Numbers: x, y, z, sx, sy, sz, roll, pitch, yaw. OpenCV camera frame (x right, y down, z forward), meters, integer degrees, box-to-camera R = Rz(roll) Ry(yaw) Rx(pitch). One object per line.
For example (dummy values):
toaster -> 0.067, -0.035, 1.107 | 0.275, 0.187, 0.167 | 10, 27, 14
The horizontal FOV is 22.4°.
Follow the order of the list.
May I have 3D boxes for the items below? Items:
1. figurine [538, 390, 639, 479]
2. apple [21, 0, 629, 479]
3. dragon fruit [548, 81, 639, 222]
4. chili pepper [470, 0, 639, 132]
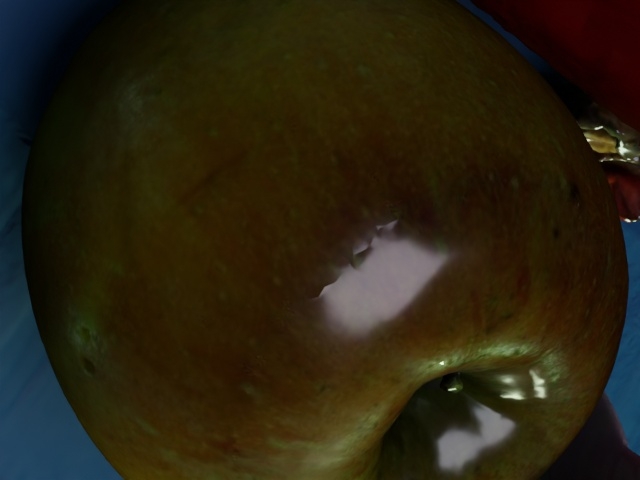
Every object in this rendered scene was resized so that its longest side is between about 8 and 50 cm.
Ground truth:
figurine -> 0.073, 0.151, 0.670 | 0.205, 0.260, 0.103 | -41, 98, -17
apple -> 0.000, 0.000, 0.614 | 0.237, 0.207, 0.237 | -19, 136, -20
dragon fruit -> 0.153, -0.105, 0.736 | 0.092, 0.122, 0.192 | 27, 112, -9
chili pepper -> 0.202, -0.062, 0.597 | 0.338, 0.131, 0.134 | 36, 69, -16
